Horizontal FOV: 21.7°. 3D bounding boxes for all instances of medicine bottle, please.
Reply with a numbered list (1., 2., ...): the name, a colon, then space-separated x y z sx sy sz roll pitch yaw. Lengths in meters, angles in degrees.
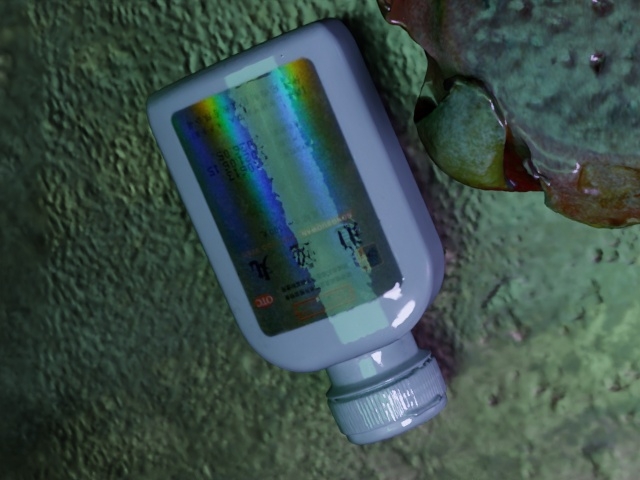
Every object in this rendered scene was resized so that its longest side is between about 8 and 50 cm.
1. medicine bottle: 0.000 0.000 0.941 0.121 0.083 0.229 -22 96 17

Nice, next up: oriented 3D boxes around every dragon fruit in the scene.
1. dragon fruit: 0.171 -0.136 0.825 0.295 0.130 0.268 -29 82 22
